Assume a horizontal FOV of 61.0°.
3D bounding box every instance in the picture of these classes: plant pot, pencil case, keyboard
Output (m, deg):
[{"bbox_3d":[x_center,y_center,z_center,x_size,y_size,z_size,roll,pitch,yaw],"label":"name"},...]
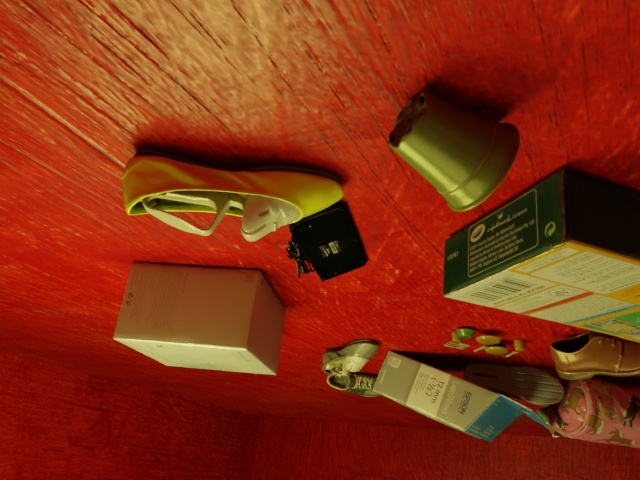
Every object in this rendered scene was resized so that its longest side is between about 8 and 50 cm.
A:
[{"bbox_3d":[0.100,-0.078,0.437,0.079,0.083,0.083,30,151,-17],"label":"plant pot"},{"bbox_3d":[0.748,0.414,1.293,0.386,0.167,0.160,11,138,-7],"label":"pencil case"},{"bbox_3d":[0.000,0.000,0.710,0.100,0.038,0.192,-20,152,3],"label":"keyboard"}]

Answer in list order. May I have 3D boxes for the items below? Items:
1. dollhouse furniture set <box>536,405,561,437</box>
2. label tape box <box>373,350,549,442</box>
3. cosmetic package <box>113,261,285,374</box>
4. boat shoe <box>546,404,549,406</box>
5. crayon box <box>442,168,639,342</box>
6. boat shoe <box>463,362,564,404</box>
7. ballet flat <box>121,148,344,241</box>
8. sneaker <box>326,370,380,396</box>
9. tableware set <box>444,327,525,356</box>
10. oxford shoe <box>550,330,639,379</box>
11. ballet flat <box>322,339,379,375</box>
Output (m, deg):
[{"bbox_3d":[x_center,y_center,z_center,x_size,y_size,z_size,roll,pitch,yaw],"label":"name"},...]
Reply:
[{"bbox_3d":[0.616,0.437,1.358,0.152,0.076,0.058,5,139,-42],"label":"dollhouse furniture set"},{"bbox_3d":[0.334,0.394,1.288,0.348,0.115,0.249,18,167,36],"label":"label tape box"},{"bbox_3d":[-0.196,0.145,0.955,0.225,0.138,0.224,2,157,9],"label":"cosmetic package"},{"bbox_3d":[0.647,0.418,1.447,0.183,0.065,0.083,7,155,-2],"label":"boat shoe"},{"bbox_3d":[0.332,0.036,0.619,0.323,0.083,0.203,15,156,-16],"label":"crayon box"},{"bbox_3d":[0.462,0.336,1.311,0.226,0.083,0.076,13,170,16],"label":"boat shoe"},{"bbox_3d":[-0.093,-0.039,0.567,0.231,0.077,0.077,8,156,-3],"label":"ballet flat"},{"bbox_3d":[0.106,0.426,1.615,0.192,0.064,0.086,1,161,22],"label":"sneaker"},{"bbox_3d":[0.332,0.200,1.083,0.154,0.024,0.104,12,153,-8],"label":"tableware set"},{"bbox_3d":[0.515,0.191,0.958,0.212,0.076,0.076,-20,108,30],"label":"oxford shoe"},{"bbox_3d":[0.071,0.286,1.296,0.072,0.068,0.213,18,154,-23],"label":"ballet flat"}]
